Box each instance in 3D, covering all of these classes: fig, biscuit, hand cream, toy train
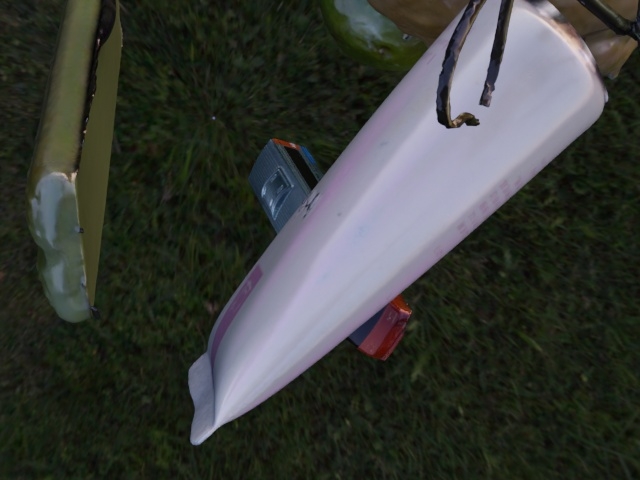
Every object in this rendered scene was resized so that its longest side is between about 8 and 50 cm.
[{"bbox_3d":[0.092,-0.299,1.333,0.206,0.275,0.206,1,77,-3],"label":"fig"},{"bbox_3d":[-0.141,-0.087,0.607,0.038,0.322,0.099,-1,127,-8],"label":"biscuit"},{"bbox_3d":[0.035,-0.016,0.697,0.358,0.185,0.118,-44,103,0],"label":"hand cream"},{"bbox_3d":[0.000,0.000,1.368,0.089,0.409,0.086,17,116,-31],"label":"toy train"}]

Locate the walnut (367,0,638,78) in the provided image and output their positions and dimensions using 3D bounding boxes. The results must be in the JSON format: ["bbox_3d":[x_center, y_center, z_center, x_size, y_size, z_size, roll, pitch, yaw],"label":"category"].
[{"bbox_3d":[0.200,-0.314,1.022,0.383,0.383,0.384,-1,97,-6],"label":"walnut"}]

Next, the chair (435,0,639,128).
[{"bbox_3d":[0.199,-0.102,0.437,0.170,0.325,0.160,38,122,18],"label":"chair"}]
